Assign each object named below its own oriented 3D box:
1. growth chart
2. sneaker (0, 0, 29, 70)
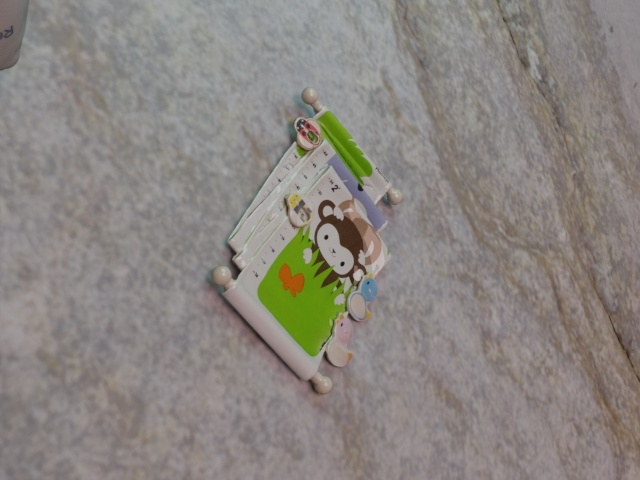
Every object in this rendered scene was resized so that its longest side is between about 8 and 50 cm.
[{"bbox_3d":[0.000,0.000,0.671,0.172,0.021,0.237,42,55,-26],"label":"growth chart"},{"bbox_3d":[-0.246,-0.234,0.469,0.111,0.129,0.297,-8,63,-23],"label":"sneaker"}]
